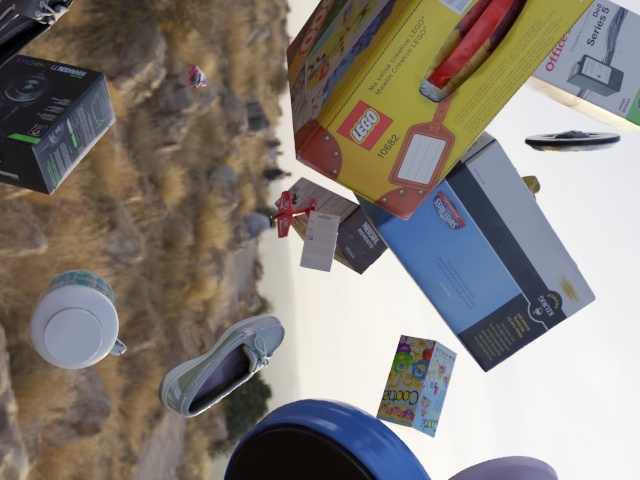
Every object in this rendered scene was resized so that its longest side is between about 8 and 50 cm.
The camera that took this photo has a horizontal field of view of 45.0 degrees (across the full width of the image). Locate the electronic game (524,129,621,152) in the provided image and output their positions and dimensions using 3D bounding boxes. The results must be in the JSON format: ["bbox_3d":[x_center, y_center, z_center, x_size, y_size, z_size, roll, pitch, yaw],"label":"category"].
[{"bbox_3d":[0.626,-0.252,1.928,0.229,0.230,0.048,-107,-166,-78],"label":"electronic game"}]

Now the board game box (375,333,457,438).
[{"bbox_3d":[0.300,0.451,2.406,0.144,0.142,0.275,35,68,-43],"label":"board game box"}]

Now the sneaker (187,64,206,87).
[{"bbox_3d":[-0.349,-0.464,2.229,0.057,0.047,0.119,42,18,-28],"label":"sneaker"}]

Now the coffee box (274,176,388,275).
[{"bbox_3d":[0.028,-0.044,2.090,0.297,0.119,0.168,31,-18,51],"label":"coffee box"}]

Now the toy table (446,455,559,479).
[{"bbox_3d":[0.300,0.510,1.343,0.274,0.252,0.161,-49,-170,23],"label":"toy table"}]

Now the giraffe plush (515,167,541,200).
[{"bbox_3d":[0.482,-0.089,2.094,0.181,0.210,0.170,96,5,-48],"label":"giraffe plush"}]

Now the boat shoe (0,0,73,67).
[{"bbox_3d":[-0.541,-0.384,1.390,0.095,0.335,0.112,64,17,11],"label":"boat shoe"}]

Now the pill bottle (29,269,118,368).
[{"bbox_3d":[-0.434,0.141,1.373,0.264,0.146,0.146,-155,-122,-72],"label":"pill bottle"}]

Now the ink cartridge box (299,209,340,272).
[{"bbox_3d":[0.000,0.000,1.509,0.029,0.063,0.115,-64,164,-78],"label":"ink cartridge box"}]

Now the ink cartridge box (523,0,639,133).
[{"bbox_3d":[0.560,-0.359,1.549,0.115,0.273,0.198,-125,-123,-82],"label":"ink cartridge box"}]

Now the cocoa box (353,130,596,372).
[{"bbox_3d":[0.246,-0.002,1.296,0.347,0.228,0.231,51,7,-24],"label":"cocoa box"}]

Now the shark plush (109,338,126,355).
[{"bbox_3d":[-0.578,0.237,2.020,0.161,0.067,0.073,49,-39,7],"label":"shark plush"}]

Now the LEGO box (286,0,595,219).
[{"bbox_3d":[0.169,-0.341,1.055,0.500,0.193,0.372,-51,-155,26],"label":"LEGO box"}]

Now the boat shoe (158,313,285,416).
[{"bbox_3d":[-0.189,0.267,1.645,0.103,0.320,0.118,19,-53,44],"label":"boat shoe"}]

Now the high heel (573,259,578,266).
[{"bbox_3d":[0.668,-0.033,2.342,0.181,0.377,0.127,-61,-157,12],"label":"high heel"}]

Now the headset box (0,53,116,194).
[{"bbox_3d":[-0.613,-0.241,1.606,0.131,0.247,0.283,88,22,-47],"label":"headset box"}]

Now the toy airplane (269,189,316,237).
[{"bbox_3d":[-0.067,-0.072,1.977,0.028,0.151,0.151,43,30,-45],"label":"toy airplane"}]

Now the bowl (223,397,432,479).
[{"bbox_3d":[0.007,0.420,1.086,0.077,0.391,0.390,-10,95,-49],"label":"bowl"}]
